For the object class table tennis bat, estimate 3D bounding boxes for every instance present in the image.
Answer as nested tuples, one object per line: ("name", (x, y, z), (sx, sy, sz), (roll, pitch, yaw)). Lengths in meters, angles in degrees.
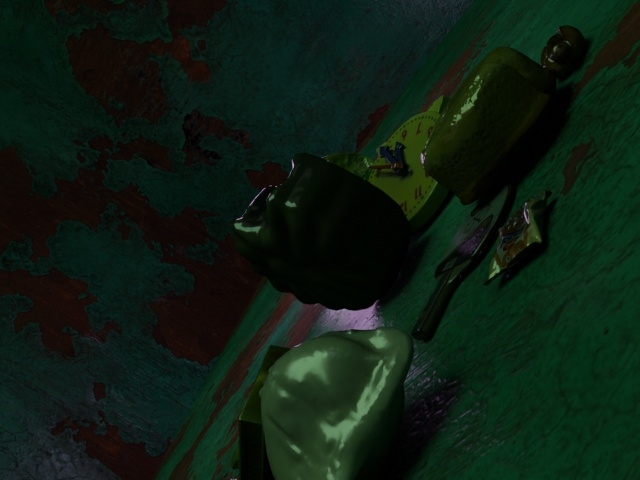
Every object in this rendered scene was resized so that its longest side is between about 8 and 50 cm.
("table tennis bat", (0.221, 0.030, 1.342), (0.301, 0.022, 0.173), (-57, 6, -24))

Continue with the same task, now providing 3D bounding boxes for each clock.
("clock", (0.180, -0.147, 1.791), (0.277, 0.071, 0.293), (-42, 36, 39))

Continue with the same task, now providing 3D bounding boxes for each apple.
("apple", (0.064, -0.109, 2.190), (0.246, 0.226, 0.246), (-57, 8, 12))

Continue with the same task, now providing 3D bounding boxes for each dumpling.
("dumpling", (0.001, 0.249, 1.112), (0.318, 0.187, 0.243), (-60, 5, 41))

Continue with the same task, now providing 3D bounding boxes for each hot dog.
("hot dog", (0.415, -0.326, 1.479), (0.090, 0.060, 0.140), (-57, 9, 34))

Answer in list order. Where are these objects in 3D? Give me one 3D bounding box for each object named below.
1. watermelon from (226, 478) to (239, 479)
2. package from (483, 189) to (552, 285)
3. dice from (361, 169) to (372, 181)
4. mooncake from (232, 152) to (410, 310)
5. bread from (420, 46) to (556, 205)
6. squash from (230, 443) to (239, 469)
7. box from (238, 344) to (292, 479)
("watermelon", (-0.150, 0.443, 1.351), (0.094, 0.081, 0.180), (-40, -29, -38))
("package", (0.264, -0.004, 1.142), (0.108, 0.031, 0.120), (-50, 10, 43))
("dice", (0.132, -0.082, 1.997), (0.120, 0.128, 0.131), (-52, 6, 19))
("mooncake", (0.000, 0.000, 1.702), (0.351, 0.351, 0.187), (-45, 16, 58))
("bread", (0.282, -0.193, 1.426), (0.270, 0.148, 0.270), (-56, 3, 4))
("squash", (-0.111, 0.396, 1.724), (0.239, 0.069, 0.069), (-52, 8, 30))
("box", (-0.087, 0.338, 1.357), (0.173, 0.043, 0.311), (-66, -17, -55))
